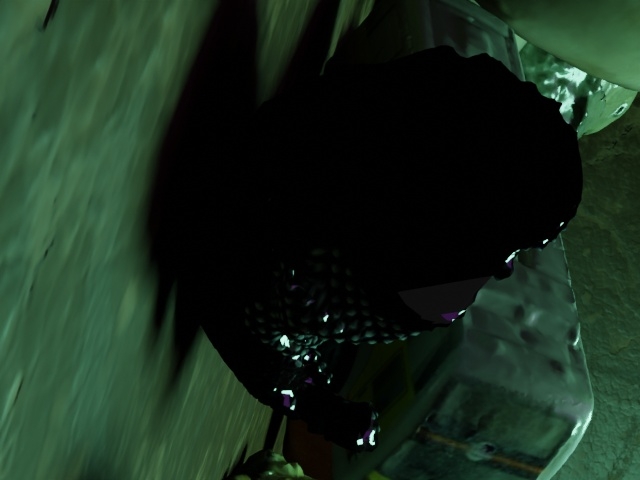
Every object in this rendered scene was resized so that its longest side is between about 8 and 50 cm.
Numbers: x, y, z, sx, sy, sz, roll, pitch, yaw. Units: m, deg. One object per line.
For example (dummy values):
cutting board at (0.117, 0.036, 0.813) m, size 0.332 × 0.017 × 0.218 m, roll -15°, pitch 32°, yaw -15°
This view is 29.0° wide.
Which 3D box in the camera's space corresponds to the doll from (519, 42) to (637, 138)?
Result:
doll at (0.178, -0.220, 0.936) m, size 0.247 × 0.247 × 0.350 m, roll 54°, pitch 61°, yaw -85°

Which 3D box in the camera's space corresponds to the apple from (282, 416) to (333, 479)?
apple at (0.068, 0.169, 1.170) m, size 0.218 × 0.201 × 0.218 m, roll -167°, pitch -90°, yaw -86°

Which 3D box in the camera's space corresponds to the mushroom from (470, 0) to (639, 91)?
mushroom at (0.166, -0.211, 0.712) m, size 0.290 × 0.297 × 0.298 m, roll -26°, pitch -140°, yaw 57°

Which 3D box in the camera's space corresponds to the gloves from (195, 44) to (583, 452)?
gloves at (-0.003, 0.000, 0.437) m, size 0.180 × 0.106 × 0.129 m, roll -24°, pitch -141°, yaw 55°

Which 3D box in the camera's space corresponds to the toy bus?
toy bus at (0.053, -0.004, 0.563) m, size 0.106 × 0.092 × 0.268 m, roll -49°, pitch -151°, yaw 38°

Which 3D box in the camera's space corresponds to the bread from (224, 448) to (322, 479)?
bread at (-0.020, 0.282, 0.818) m, size 0.204 × 0.162 × 0.262 m, roll -3°, pitch 96°, yaw -75°
